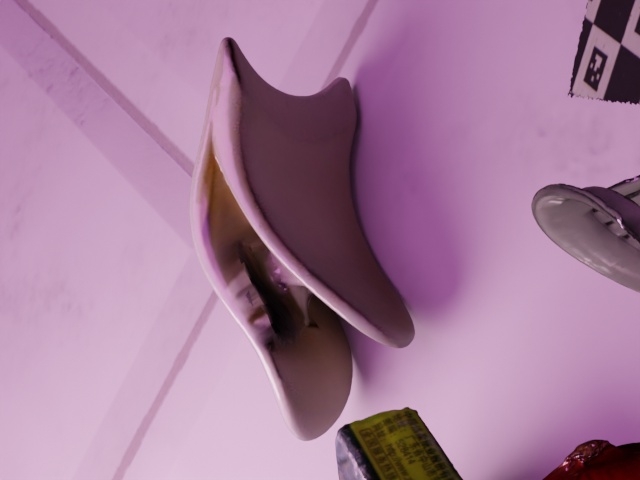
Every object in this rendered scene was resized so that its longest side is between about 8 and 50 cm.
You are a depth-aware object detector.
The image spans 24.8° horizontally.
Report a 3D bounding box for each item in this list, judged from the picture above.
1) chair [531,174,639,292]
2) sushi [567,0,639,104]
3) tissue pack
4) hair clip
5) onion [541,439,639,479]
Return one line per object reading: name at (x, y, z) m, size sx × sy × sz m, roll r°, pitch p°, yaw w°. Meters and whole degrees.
chair at (0.273, -0.030, 0.792) m, size 0.275 × 0.203 × 0.190 m, roll -46°, pitch 38°, yaw 17°
sushi at (0.216, -0.206, 0.774) m, size 0.192 × 0.043 × 0.280 m, roll -150°, pitch 69°, yaw -73°
tissue pack at (0.088, 0.243, 0.926) m, size 0.173 × 0.073 × 0.235 m, roll 83°, pitch 161°, yaw -49°
hair clip at (-0.016, 0.003, 1.120) m, size 0.113 × 0.172 × 0.282 m, roll -31°, pitch 69°, yaw 27°
onion at (0.182, 0.176, 0.866) m, size 0.131 × 0.131 × 0.131 m, roll -16°, pitch 67°, yaw 43°
